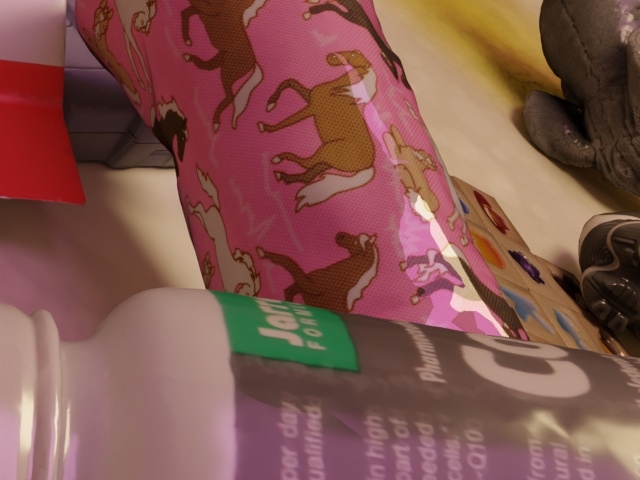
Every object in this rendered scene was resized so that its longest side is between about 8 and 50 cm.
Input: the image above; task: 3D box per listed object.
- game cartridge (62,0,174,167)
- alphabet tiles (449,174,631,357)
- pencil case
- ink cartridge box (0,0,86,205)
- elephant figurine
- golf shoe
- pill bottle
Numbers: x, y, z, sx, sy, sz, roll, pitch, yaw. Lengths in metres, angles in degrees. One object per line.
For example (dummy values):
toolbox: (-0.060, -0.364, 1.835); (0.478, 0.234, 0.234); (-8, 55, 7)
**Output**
game cartridge: (-0.104, -0.142, 1.240); (0.230, 0.068, 0.355); (46, 27, 24)
alphabet tiles: (0.113, 0.039, 1.202); (0.342, 0.011, 0.285); (24, 27, -49)
pencil case: (0.000, 0.000, 0.964); (0.167, 0.160, 0.386); (35, 28, -59)
ink cartridge box: (-0.220, -0.122, 1.007); (0.181, 0.056, 0.225); (4, 43, -27)
elephant figurine: (0.255, -0.110, 1.550); (0.186, 0.169, 0.239); (7, 47, 0)
golf shoe: (0.302, 0.064, 1.374); (0.273, 0.105, 0.120); (38, 11, -13)
pill bottle: (0.006, 0.128, 0.707); (0.361, 0.204, 0.204); (9, 35, -16)
